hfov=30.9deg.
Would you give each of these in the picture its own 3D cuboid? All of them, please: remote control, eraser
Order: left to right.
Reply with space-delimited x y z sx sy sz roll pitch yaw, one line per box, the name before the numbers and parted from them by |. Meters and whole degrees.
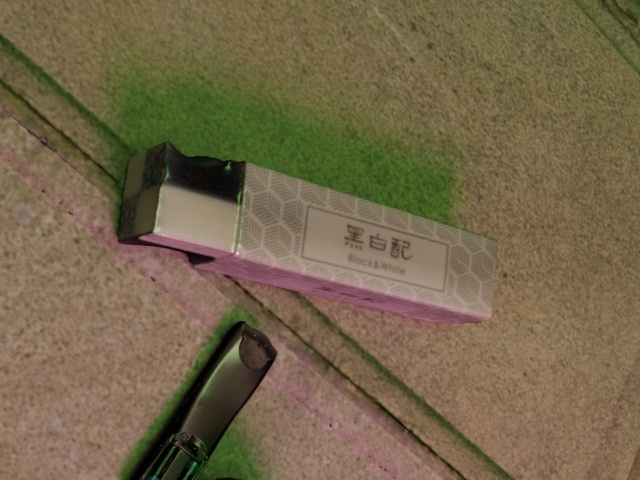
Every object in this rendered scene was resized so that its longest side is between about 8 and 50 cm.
remote control | -0.111 0.172 1.111 0.059 0.028 0.212 43 62 -20
eraser | 0.000 0.000 1.174 0.404 0.096 0.098 15 75 -32

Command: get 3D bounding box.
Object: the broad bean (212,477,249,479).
broad bean | -0.076 0.332 1.054 0.156 0.122 0.228 15 71 -35
